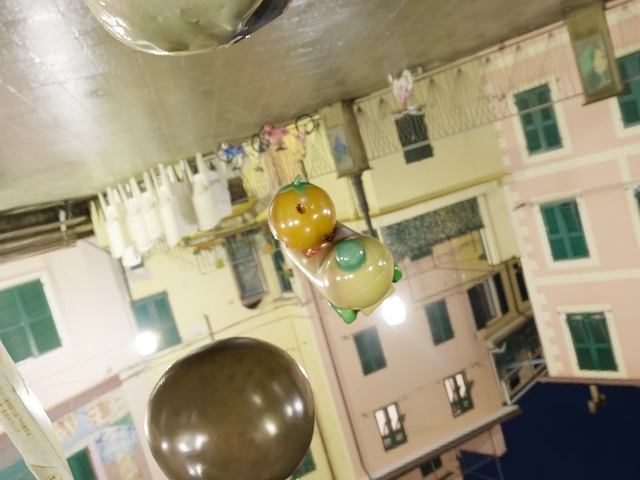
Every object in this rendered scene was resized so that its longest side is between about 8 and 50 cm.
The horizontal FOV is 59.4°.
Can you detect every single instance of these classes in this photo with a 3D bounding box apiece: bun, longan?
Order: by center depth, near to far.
[{"bbox_3d":[-0.102,-0.275,0.520,0.272,0.168,0.273,-29,-157,14],"label":"bun"},{"bbox_3d":[-0.134,0.275,0.873,0.257,0.258,0.258,-16,-175,1],"label":"longan"}]

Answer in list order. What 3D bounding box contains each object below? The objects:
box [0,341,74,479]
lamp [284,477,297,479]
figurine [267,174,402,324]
[{"bbox_3d":[-0.248,0.117,0.443,0.024,0.167,0.090,-28,-147,-26],"label":"box"},{"bbox_3d":[-0.016,0.408,0.725,0.056,0.199,0.050,0,170,-36],"label":"lamp"},{"bbox_3d":[0.000,0.000,0.910,0.124,0.222,0.324,-43,-143,-5],"label":"figurine"}]
